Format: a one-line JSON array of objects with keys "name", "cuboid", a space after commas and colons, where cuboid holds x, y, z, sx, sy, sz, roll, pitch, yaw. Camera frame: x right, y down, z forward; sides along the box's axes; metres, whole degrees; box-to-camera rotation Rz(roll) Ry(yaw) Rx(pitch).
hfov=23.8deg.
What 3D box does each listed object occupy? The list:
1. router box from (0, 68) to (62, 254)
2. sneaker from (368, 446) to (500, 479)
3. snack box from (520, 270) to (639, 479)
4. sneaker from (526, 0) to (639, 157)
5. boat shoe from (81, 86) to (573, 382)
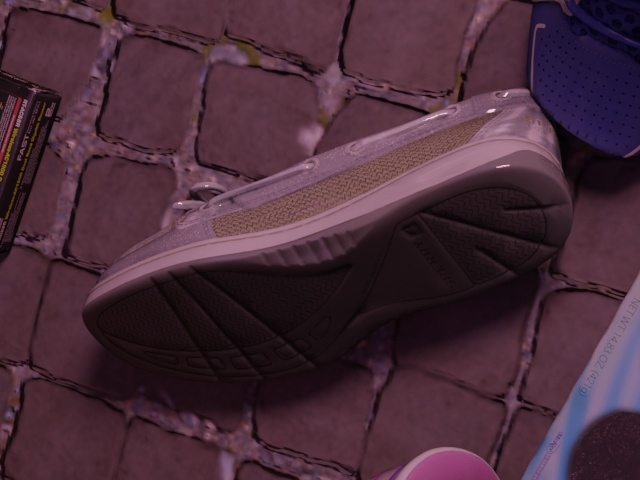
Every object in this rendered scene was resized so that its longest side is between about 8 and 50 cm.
[{"name": "router box", "cuboid": [-0.243, -0.062, 1.054, 0.092, 0.038, 0.122, 23, 99, 19]}, {"name": "sneaker", "cuboid": [0.086, 0.229, 0.918, 0.104, 0.095, 0.236, -6, 111, 59]}, {"name": "snack box", "cuboid": [0.268, 0.057, 0.858, 0.187, 0.060, 0.322, 30, 101, 17]}, {"name": "sneaker", "cuboid": [0.174, -0.184, 0.785, 0.127, 0.182, 0.316, 31, 123, 16]}, {"name": "boat shoe", "cuboid": [0.000, -0.002, 0.940, 0.320, 0.103, 0.118, -22, 128, 22]}]
